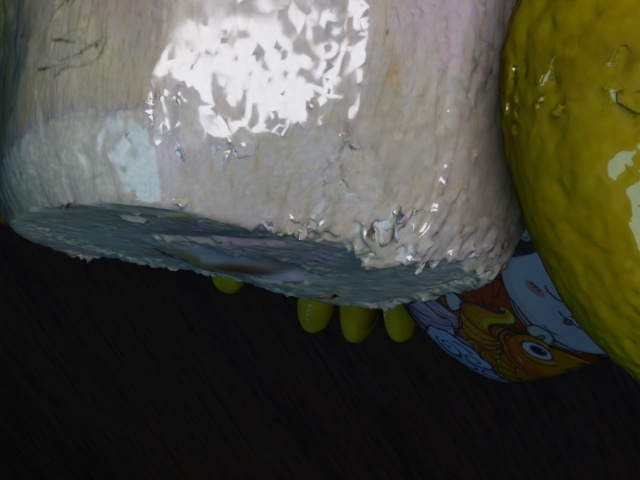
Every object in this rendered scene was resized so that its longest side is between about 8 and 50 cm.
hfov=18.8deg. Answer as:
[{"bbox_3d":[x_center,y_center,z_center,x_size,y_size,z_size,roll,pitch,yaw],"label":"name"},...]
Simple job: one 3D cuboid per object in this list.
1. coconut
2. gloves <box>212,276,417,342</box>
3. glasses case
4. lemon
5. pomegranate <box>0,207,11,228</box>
[{"bbox_3d":[-0.029,-0.108,1.007,0.297,0.254,0.297,10,169,2],"label":"coconut"},{"bbox_3d":[0.001,0.001,1.363,0.133,0.116,0.294,36,159,19],"label":"gloves"},{"bbox_3d":[0.151,0.014,1.211,0.122,0.082,0.321,44,152,-7],"label":"glasses case"},{"bbox_3d":[0.205,-0.051,0.884,0.245,0.245,0.320,-7,124,53],"label":"lemon"},{"bbox_3d":[-0.175,-0.099,1.287,0.215,0.215,0.215,28,151,18],"label":"pomegranate"}]
